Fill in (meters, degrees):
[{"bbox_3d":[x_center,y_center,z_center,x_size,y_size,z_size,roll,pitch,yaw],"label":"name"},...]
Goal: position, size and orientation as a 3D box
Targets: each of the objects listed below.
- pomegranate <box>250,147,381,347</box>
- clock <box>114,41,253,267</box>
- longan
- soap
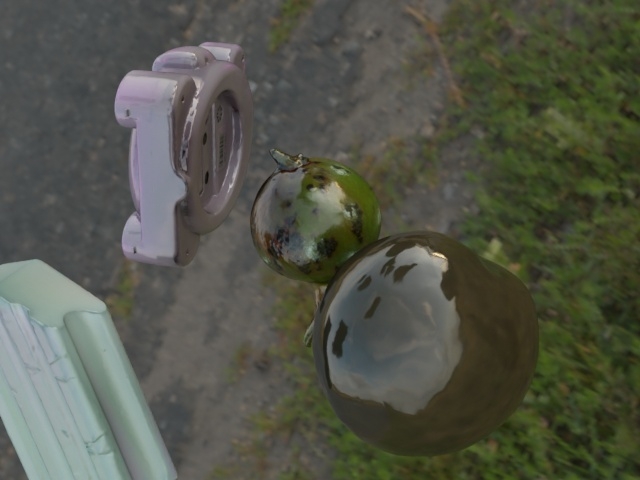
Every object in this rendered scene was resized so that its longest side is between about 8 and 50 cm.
[{"bbox_3d":[-0.008,0.011,1.639,0.156,0.156,0.220,11,99,46],"label":"pomegranate"},{"bbox_3d":[-0.193,-0.141,2.188,0.113,0.322,0.295,8,116,15],"label":"clock"},{"bbox_3d":[0.107,0.099,1.494,0.248,0.248,0.248,-21,57,36],"label":"longan"},{"bbox_3d":[-0.293,0.167,1.685,0.173,0.095,0.289,-8,109,42],"label":"soap"}]
